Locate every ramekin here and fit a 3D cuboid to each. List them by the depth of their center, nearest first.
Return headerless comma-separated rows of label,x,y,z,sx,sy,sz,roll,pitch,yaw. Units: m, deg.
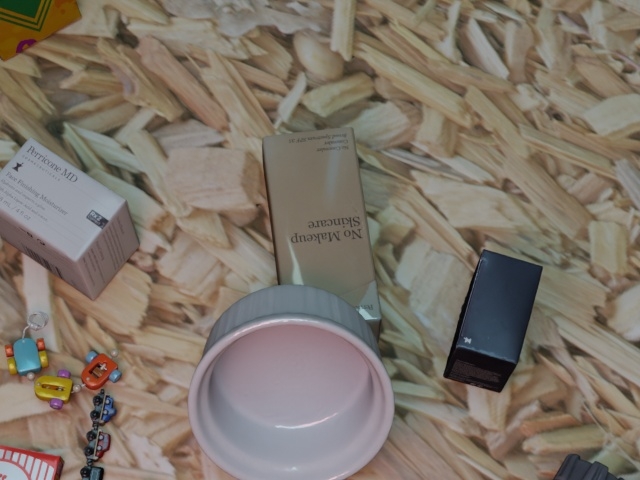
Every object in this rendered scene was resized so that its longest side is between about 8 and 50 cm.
ramekin,-0.040,0.194,1.838,0.277,0.277,0.135,0,27,-1

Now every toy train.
toy train,-0.319,0.291,1.919,0.036,0.027,0.158,7,68,-2
toy train,-0.379,0.183,1.955,0.166,0.046,0.125,32,61,13

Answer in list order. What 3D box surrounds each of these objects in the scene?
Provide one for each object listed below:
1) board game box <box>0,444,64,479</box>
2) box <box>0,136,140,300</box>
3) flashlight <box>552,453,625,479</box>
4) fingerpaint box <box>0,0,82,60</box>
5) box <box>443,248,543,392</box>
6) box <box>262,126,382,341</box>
board game box,-0.455,0.384,1.868,0.147,0.045,0.193,10,68,2
box,-0.378,-0.029,1.964,0.181,0.182,0.119,32,71,12
flashlight,0.315,0.445,1.830,0.103,0.103,0.304,29,69,9
fingerpaint box,-0.571,-0.563,2.075,0.163,0.371,0.444,-32,71,-11
box,0.248,0.119,1.931,0.093,0.158,0.156,16,69,5
box,0.000,0.000,1.993,0.148,0.121,0.311,-8,68,-4
